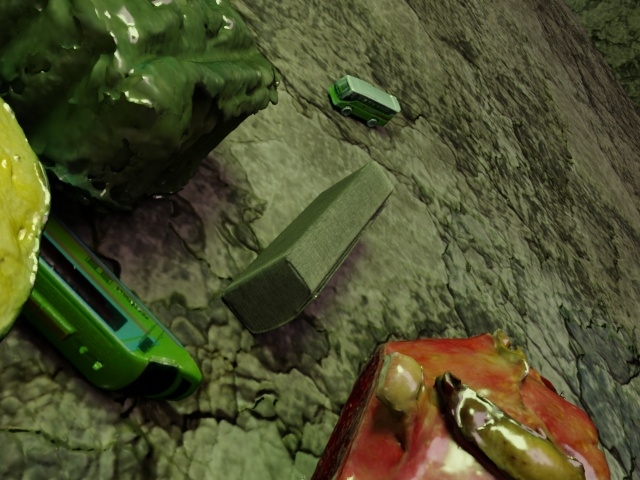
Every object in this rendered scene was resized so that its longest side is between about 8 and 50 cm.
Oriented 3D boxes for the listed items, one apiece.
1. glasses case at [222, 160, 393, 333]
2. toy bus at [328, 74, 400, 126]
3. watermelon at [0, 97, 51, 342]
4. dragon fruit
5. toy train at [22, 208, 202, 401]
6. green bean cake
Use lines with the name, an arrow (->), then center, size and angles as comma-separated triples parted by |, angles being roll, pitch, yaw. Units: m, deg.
glasses case -> 0.000, 0.000, 0.638 | 0.047, 0.071, 0.205 | 54, 32, -8
toy bus -> 0.049, -0.156, 0.868 | 0.083, 0.037, 0.031 | 16, 48, -43
watermelon -> -0.230, -0.021, 0.309 | 0.232, 0.127, 0.204 | 14, 53, -59
dragon fruit -> 0.048, 0.155, 0.442 | 0.147, 0.211, 0.282 | 35, 53, -6
toy train -> -0.153, 0.026, 0.443 | 0.209, 0.044, 0.042 | 48, 33, -9
green bean cake -> -0.149, -0.151, 0.500 | 0.255, 0.132, 0.241 | 52, 17, -3
